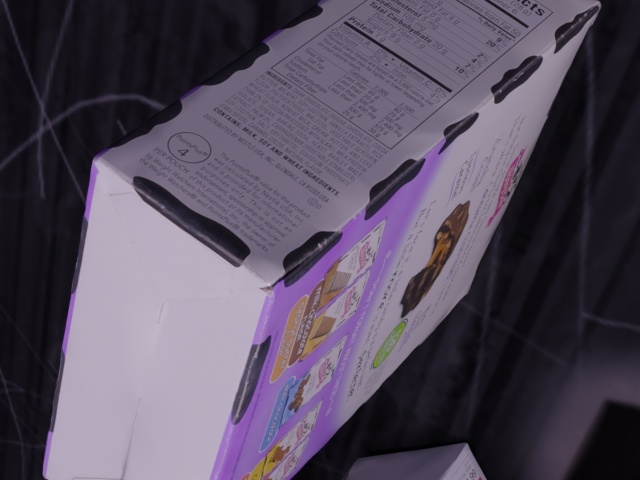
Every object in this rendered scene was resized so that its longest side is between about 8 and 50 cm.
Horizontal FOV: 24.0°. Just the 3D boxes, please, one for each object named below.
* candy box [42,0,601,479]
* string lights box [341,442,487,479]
[{"bbox_3d":[0.000,0.000,0.529,0.070,0.196,0.165,35,138,16],"label":"candy box"},{"bbox_3d":[0.069,0.241,0.706,0.077,0.133,0.259,-15,111,43],"label":"string lights box"}]
